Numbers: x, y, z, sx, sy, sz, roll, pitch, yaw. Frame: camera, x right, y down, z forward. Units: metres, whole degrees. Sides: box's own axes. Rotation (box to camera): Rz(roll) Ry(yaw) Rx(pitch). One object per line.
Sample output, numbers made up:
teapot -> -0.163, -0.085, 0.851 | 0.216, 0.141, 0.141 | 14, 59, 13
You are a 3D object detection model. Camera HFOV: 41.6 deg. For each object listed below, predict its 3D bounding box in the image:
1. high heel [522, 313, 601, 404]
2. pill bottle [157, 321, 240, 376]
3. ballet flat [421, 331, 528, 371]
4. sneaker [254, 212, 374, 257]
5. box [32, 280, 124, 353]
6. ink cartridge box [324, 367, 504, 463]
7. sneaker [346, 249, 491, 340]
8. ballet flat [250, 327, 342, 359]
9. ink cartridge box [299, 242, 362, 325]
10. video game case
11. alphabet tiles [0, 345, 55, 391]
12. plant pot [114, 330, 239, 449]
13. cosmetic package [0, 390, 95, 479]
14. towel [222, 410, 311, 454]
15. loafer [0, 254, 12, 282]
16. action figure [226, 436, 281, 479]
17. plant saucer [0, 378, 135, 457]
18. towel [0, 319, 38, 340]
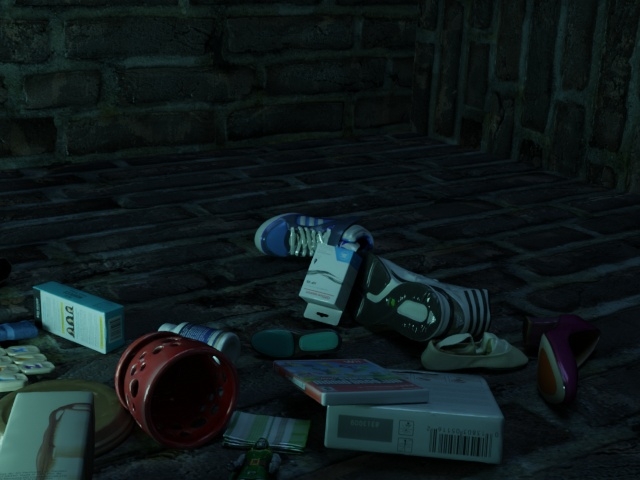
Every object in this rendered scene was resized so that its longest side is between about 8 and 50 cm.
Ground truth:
high heel -> 0.547, 0.245, 1.789 | 0.181, 0.127, 0.377 | 5, 20, 3
pill bottle -> -0.264, 0.226, 1.792 | 0.169, 0.094, 0.094 | 11, 20, 23
ballet flat -> 0.342, 0.241, 1.839 | 0.248, 0.086, 0.086 | -2, 19, -14
sneaker -> 0.000, 0.000, 2.447 | 0.322, 0.130, 0.236 | -4, 14, -35
box -> -0.552, 0.172, 1.917 | 0.244, 0.101, 0.060 | 15, 21, 32
ink cartridge box -> 0.176, 0.323, 1.628 | 0.308, 0.091, 0.385 | 3, 1, 5
sneaker -> 0.244, 0.153, 2.059 | 0.257, 0.169, 0.447 | 11, 8, -30
ballet flat -> -0.052, 0.229, 1.870 | 0.203, 0.074, 0.074 | -2, 18, 6
ink cartridge box -> 0.019, 0.106, 2.057 | 0.104, 0.180, 0.060 | 12, -18, 28
video game case -> 0.049, 0.262, 1.579 | 0.204, 0.025, 0.285 | 2, 2, -21
alphabet tiles -> -0.701, 0.255, 1.717 | 0.277, 0.021, 0.284 | 0, 11, -34
plant pot -> -0.269, 0.261, 1.540 | 0.191, 0.191, 0.174 | -11, 19, -34
cosmetic package -> -0.416, 0.364, 1.275 | 0.129, 0.153, 0.296 | 0, 20, -11
towel -> -0.097, 0.350, 1.551 | 0.151, 0.023, 0.113 | 4, 19, 5
loafer -> -0.862, 0.093, 2.064 | 0.130, 0.134, 0.366 | 2, 18, 0
action figure -> -0.110, 0.390, 1.377 | 0.137, 0.064, 0.232 | 0, 15, 4
plant saucer -> -0.483, 0.326, 1.556 | 0.277, 0.041, 0.278 | 3, 19, -1
towel -> -0.698, 0.203, 1.883 | 0.119, 0.029, 0.067 | -1, 12, -41
